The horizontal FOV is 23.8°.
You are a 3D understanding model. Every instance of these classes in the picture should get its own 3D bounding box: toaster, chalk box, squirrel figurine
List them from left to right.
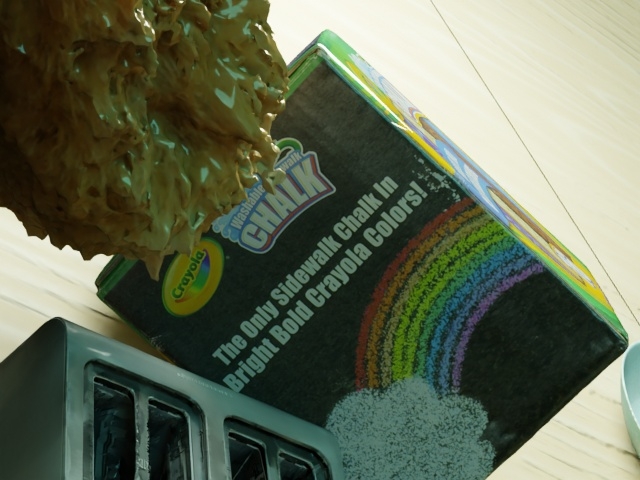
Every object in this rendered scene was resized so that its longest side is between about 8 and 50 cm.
[{"bbox_3d":[-0.181,-0.127,0.609,0.397,0.370,0.281,17,50,-52],"label":"squirrel figurine"},{"bbox_3d":[-0.080,0.142,0.692,0.168,0.110,0.185,26,35,-29],"label":"toaster"},{"bbox_3d":[0.000,0.000,0.854,0.289,0.180,0.179,44,9,-5],"label":"chalk box"}]

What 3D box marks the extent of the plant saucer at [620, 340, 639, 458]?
[{"bbox_3d":[0.297,0.168,1.205,0.195,0.037,0.195,32,32,-24],"label":"plant saucer"}]
